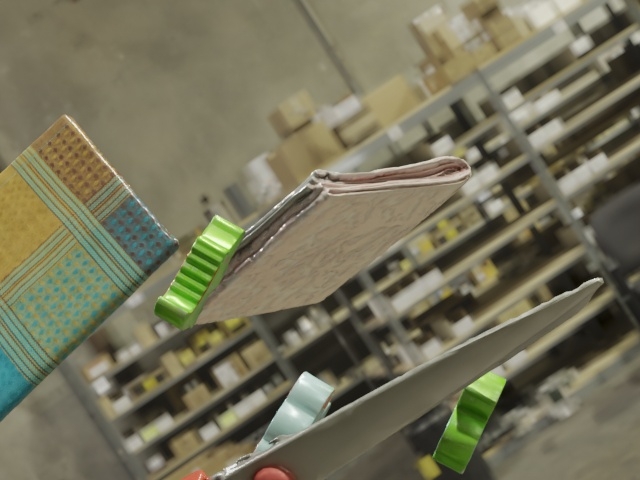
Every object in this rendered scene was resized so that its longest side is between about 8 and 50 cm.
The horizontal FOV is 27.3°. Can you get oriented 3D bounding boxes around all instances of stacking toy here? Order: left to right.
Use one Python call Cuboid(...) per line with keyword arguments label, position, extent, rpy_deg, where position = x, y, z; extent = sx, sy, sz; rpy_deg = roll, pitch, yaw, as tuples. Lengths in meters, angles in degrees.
Cuboid(label="stacking toy", position=(-0.033, 0.119, 0.611), extent=(0.221, 0.167, 0.052), rpy_deg=(-61, -8, -8))

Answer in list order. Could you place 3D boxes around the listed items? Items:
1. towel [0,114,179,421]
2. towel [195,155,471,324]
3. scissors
Cuboid(label="towel", position=(-0.372, 0.051, 1.600), extent=(0.370, 0.271, 0.040), rpy_deg=(-43, -29, 0))
Cuboid(label="towel", position=(0.000, 0.000, 1.734), extent=(0.317, 0.053, 0.332), rpy_deg=(-7, -25, -50))
Cuboid(label="scissors", position=(-0.037, 0.088, 0.468), extent=(0.297, 0.109, 0.021), rpy_deg=(-49, 11, 26))
